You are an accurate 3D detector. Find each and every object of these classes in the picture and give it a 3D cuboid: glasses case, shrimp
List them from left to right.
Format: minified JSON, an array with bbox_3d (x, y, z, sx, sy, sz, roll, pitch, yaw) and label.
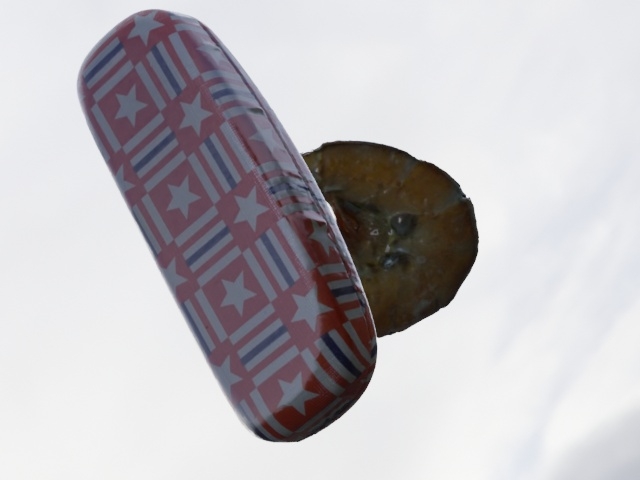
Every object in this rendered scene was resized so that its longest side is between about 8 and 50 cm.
[{"bbox_3d":[-0.035,-0.011,0.742,0.073,0.194,0.049,-39,-23,26],"label":"glasses case"},{"bbox_3d":[-0.001,-0.001,1.050,0.188,0.051,0.132,-8,-67,-8],"label":"shrimp"}]
